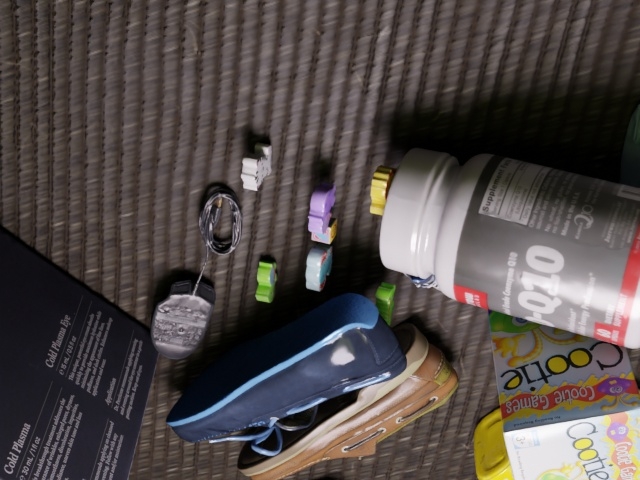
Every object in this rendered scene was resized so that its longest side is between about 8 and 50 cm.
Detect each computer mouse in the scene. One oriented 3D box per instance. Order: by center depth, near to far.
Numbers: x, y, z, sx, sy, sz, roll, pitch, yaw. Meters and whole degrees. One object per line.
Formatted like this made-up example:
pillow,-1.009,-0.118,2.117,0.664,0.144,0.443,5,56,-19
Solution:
computer mouse,-0.148,0.039,1.356,0.071,0.041,0.242,15,116,-18

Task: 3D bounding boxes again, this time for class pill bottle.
pill bottle,0.216,0.001,1.193,0.283,0.161,0.161,15,126,19

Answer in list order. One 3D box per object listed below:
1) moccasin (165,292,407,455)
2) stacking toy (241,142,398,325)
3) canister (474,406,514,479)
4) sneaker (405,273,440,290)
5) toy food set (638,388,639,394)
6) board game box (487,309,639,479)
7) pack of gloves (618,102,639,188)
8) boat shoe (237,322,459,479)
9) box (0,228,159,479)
moccasin,-0.047,0.183,1.342,0.342,0.138,0.117,-27,115,40
stacking toy,0.000,0.000,1.280,0.166,0.052,0.221,12,126,17
canister,0.276,0.304,1.454,0.170,0.126,0.073,41,116,-20
sneaker,0.126,0.036,1.324,0.135,0.058,0.052,30,120,-17
toy food set,0.359,0.240,1.439,0.132,0.038,0.192,-30,98,12
board game box,0.270,0.157,1.266,0.142,0.275,0.144,-12,122,10
pack of gloves,0.392,-0.029,1.209,0.046,0.195,0.232,-15,127,-23
boat shoe,0.033,0.231,1.424,0.307,0.111,0.104,-35,114,23
box,-0.375,0.179,1.271,0.312,0.343,0.179,39,117,-20
